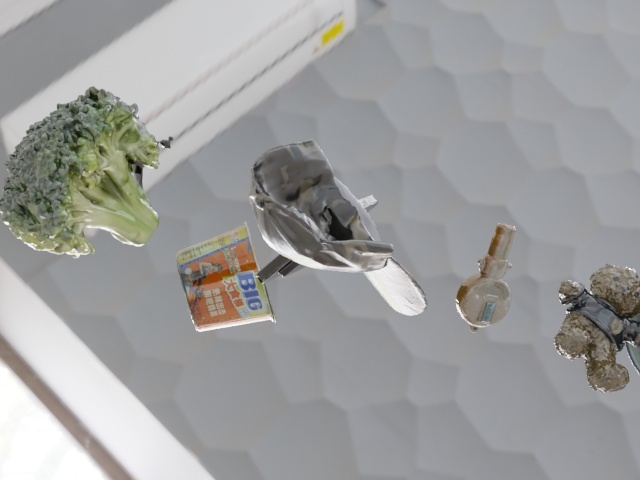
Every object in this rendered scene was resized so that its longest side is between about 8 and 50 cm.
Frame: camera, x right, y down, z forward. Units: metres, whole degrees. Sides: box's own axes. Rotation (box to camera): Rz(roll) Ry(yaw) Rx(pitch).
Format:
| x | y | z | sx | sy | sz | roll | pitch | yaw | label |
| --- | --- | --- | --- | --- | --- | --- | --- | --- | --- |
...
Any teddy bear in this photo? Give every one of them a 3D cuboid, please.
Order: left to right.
| x | y | z | sx | sy | sz | roll | pitch | yaw | label |
| --- | --- | --- | --- | --- | --- | --- | --- | --- | --- |
| 0.482 | 0.147 | 1.663 | 0.251 | 0.182 | 0.129 | -50 | 2 | -32 | teddy bear |

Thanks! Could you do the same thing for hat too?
| x | y | z | sx | sy | sz | roll | pitch | yaw | label |
| --- | --- | --- | --- | --- | --- | --- | --- | --- | --- |
| 0.029 | 0.017 | 1.805 | 0.257 | 0.366 | 0.382 | -20 | -50 | -8 | hat |

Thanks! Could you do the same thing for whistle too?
| x | y | z | sx | sy | sz | roll | pitch | yaw | label |
| --- | --- | --- | --- | --- | --- | --- | --- | --- | --- |
| 0.322 | 0.074 | 1.792 | 0.057 | 0.107 | 0.220 | -133 | 56 | -66 | whistle |

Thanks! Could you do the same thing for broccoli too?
| x | y | z | sx | sy | sz | roll | pitch | yaw | label |
| --- | --- | --- | --- | --- | --- | --- | --- | --- | --- |
| -0.406 | -0.107 | 1.726 | 0.293 | 0.348 | 0.281 | -29 | -51 | 21 | broccoli |

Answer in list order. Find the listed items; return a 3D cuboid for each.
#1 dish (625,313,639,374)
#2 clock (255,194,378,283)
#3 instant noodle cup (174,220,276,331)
| x | y | z | sx | sy | sz | roll | pitch | yaw | label |
| --- | --- | --- | --- | --- | --- | --- | --- | --- | --- |
| 0.690 | 0.156 | 1.673 | 0.134 | 0.273 | 0.273 | 25 | -69 | -37 | dish |
| 0.000 | 0.001 | 2.252 | 0.273 | 0.049 | 0.279 | -40 | -6 | 24 | clock |
| -0.261 | 0.114 | 2.575 | 0.214 | 0.296 | 0.296 | -16 | -21 | -6 | instant noodle cup |
